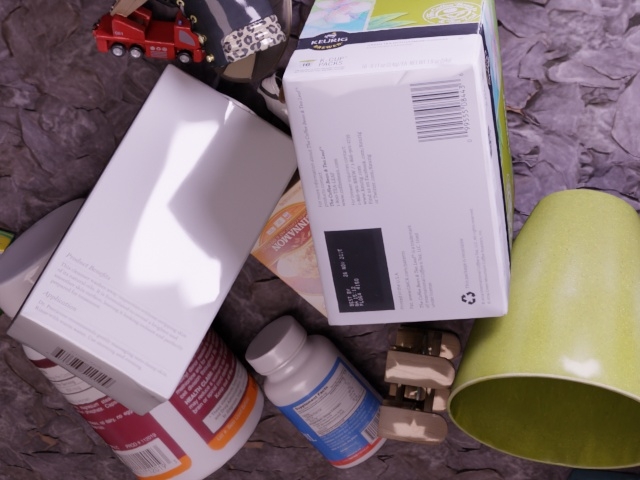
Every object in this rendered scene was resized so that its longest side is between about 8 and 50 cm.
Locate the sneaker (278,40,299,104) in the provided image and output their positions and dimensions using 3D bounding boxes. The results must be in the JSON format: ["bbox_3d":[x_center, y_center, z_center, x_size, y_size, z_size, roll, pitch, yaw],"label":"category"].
[{"bbox_3d":[-0.002,-0.222,1.808,0.067,0.042,0.118,19,104,-32],"label":"sneaker"}]

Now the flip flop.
[{"bbox_3d":[-0.084,-0.333,1.739,0.112,0.080,0.277,5,107,12],"label":"flip flop"}]

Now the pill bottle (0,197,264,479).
[{"bbox_3d":[-0.276,0.146,1.974,0.224,0.224,0.392,-28,113,24],"label":"pill bottle"}]

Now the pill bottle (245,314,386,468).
[{"bbox_3d":[-0.004,0.215,2.029,0.124,0.124,0.221,-33,110,25],"label":"pill bottle"}]

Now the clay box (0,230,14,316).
[{"bbox_3d":[-0.564,0.027,2.050,0.222,0.053,0.127,14,123,2],"label":"clay box"}]

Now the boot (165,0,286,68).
[{"bbox_3d":[-0.170,-0.282,1.669,0.236,0.085,0.178,-20,102,1],"label":"boot"}]

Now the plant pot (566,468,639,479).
[{"bbox_3d":[0.413,0.449,2.036,0.166,0.234,0.165,4,123,7],"label":"plant pot"}]

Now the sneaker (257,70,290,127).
[{"bbox_3d":[-0.042,-0.173,1.851,0.044,0.040,0.109,-16,115,38],"label":"sneaker"}]

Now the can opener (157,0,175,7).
[{"bbox_3d":[-0.252,-0.356,1.768,0.186,0.073,0.059,24,83,-9],"label":"can opener"}]

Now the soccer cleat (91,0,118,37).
[{"bbox_3d":[-0.263,-0.286,1.822,0.036,0.029,0.083,37,124,-23],"label":"soccer cleat"}]

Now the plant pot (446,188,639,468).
[{"bbox_3d":[0.316,0.095,1.739,0.275,0.293,0.274,11,152,6],"label":"plant pot"}]

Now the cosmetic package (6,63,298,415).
[{"bbox_3d":[-0.205,-0.003,1.775,0.217,0.385,0.156,33,158,-9],"label":"cosmetic package"}]

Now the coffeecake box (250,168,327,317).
[{"bbox_3d":[0.000,0.000,1.928,0.185,0.068,0.142,40,118,-16],"label":"coffeecake box"}]

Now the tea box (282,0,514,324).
[{"bbox_3d":[0.108,-0.121,1.683,0.220,0.323,0.329,-4,121,11],"label":"tea box"}]

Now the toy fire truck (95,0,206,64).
[{"bbox_3d":[-0.236,-0.292,1.752,0.192,0.047,0.135,7,139,4],"label":"toy fire truck"}]

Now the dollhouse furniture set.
[{"bbox_3d":[0.179,0.150,1.911,0.161,0.212,0.242,8,95,7],"label":"dollhouse furniture set"}]
